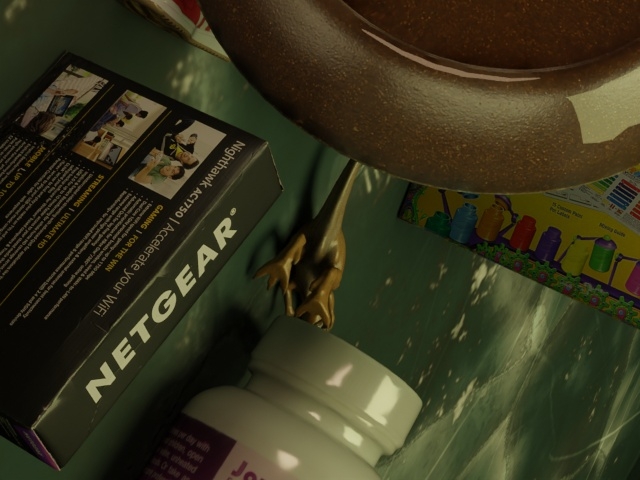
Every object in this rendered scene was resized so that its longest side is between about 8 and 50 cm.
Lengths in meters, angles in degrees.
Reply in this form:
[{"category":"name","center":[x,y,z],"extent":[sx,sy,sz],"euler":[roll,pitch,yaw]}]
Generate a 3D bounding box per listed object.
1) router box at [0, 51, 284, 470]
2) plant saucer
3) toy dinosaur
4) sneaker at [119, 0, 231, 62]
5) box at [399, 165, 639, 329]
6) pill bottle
[{"category":"router box","center":[-0.123,0.003,0.630],"extent":[0.179,0.133,0.046],"euler":[-52,152,-23]},{"category":"plant saucer","center":[0.085,-0.174,0.661],"extent":[0.310,0.310,0.050],"euler":[-54,174,-20]},{"category":"toy dinosaur","center":[0.000,0.000,0.973],"extent":[0.112,0.064,0.211],"euler":[-61,171,-53]},{"category":"sneaker","center":[-0.065,-0.142,0.714],"extent":[0.067,0.042,0.118],"euler":[-62,163,4]},{"category":"box","center":[0.269,-0.090,1.117],"extent":[0.177,0.290,0.279],"euler":[-3,116,-62]},{"category":"pill bottle","center":[-0.056,0.209,0.910],"extent":[0.301,0.169,0.169],"euler":[-59,154,-13]}]
